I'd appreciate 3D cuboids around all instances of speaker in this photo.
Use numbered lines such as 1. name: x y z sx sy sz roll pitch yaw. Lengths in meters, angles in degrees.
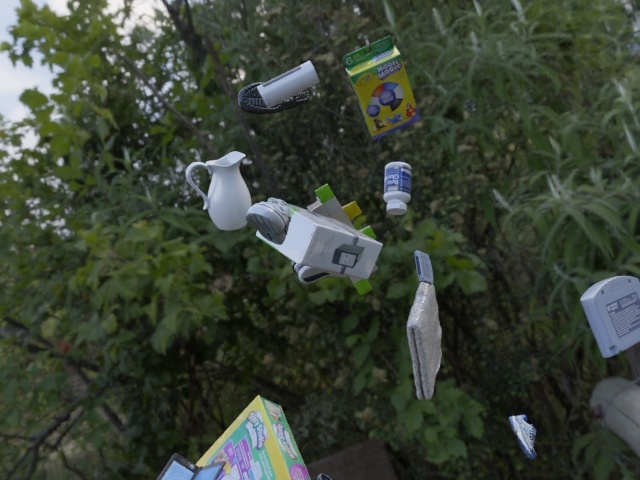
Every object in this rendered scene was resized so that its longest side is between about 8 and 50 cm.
1. speaker: -0.071 -0.350 1.469 0.136 0.055 0.055 -26 -5 1

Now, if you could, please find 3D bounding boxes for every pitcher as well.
1. pitcher: -0.288 -0.134 1.858 0.177 0.207 0.125 -13 24 -21

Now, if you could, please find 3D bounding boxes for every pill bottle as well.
1. pill bottle: 0.267 -0.179 2.270 0.094 0.170 0.094 3 -18 1

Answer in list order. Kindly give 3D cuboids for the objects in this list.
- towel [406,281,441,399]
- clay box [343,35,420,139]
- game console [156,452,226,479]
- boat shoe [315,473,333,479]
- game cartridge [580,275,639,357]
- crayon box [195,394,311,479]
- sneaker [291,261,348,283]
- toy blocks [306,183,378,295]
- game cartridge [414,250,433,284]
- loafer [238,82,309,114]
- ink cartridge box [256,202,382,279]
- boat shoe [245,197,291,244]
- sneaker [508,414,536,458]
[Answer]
1. towel: 0.280 0.268 1.729 0.049 0.282 0.187 1 36 21
2. clay box: 0.148 -0.361 1.558 0.127 0.053 0.222 -24 -48 5
3. game console: -0.277 0.496 1.379 0.071 0.107 0.122 -57 -1 22
4. boat shoe: 0.099 0.808 1.922 0.113 0.306 0.105 17 -78 -57
5. game cartridge: 0.855 0.205 1.870 0.294 0.196 0.060 -10 -8 -41
6. crayon box: -0.200 0.681 1.871 0.313 0.106 0.363 -48 32 7
7. sneaker: 0.017 0.053 1.951 0.216 0.079 0.121 -9 36 -22
8. toy blocks: 0.067 -0.018 2.276 0.190 0.382 0.261 -31 10 -1
9. game cartridge: 0.267 0.071 1.676 0.056 0.083 0.017 19 -34 -40
10. loafer: -0.128 -0.359 1.692 0.220 0.080 0.078 -13 -5 -41
11. ink cartridge box: 0.000 0.000 1.737 0.272 0.115 0.198 15 11 -46
12. boat shoe: -0.102 -0.054 1.358 0.083 0.076 0.226 23 -11 3
13. sneaker: 0.559 0.524 1.763 0.058 0.052 0.135 -20 39 4
